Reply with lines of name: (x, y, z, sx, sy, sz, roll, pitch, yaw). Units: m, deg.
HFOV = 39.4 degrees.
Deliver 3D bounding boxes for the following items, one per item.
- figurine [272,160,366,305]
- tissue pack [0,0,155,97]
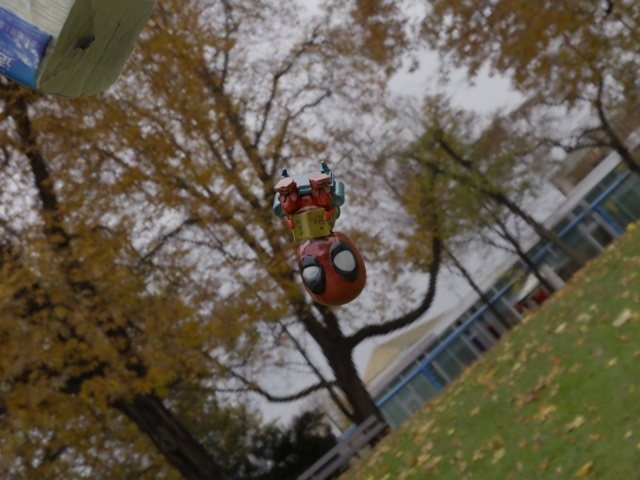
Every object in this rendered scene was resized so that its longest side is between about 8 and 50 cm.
figurine: (0.000, 0.000, 0.822, 0.068, 0.140, 0.075, -14, 20, 5)
tissue pack: (-0.299, -0.231, 0.750, 0.137, 0.270, 0.209, -58, 3, 8)
